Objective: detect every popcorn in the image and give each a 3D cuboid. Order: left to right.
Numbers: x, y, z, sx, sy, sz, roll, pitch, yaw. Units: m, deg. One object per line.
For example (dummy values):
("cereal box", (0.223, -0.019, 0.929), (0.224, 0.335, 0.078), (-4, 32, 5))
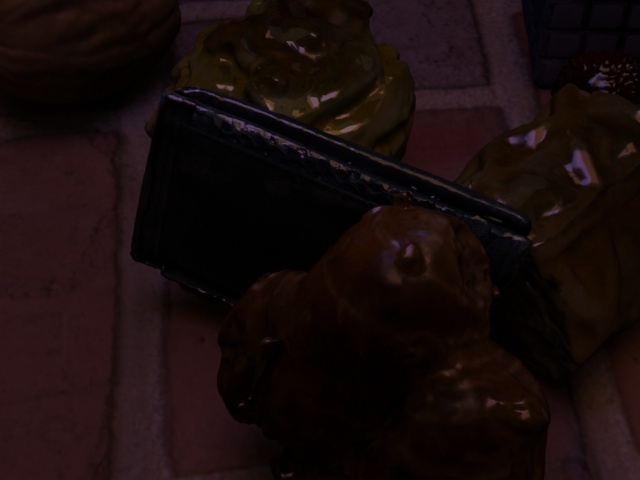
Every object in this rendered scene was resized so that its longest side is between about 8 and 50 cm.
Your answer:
("popcorn", (-0.042, -0.130, 1.190), (0.293, 0.237, 0.293), (0, 51, 0))

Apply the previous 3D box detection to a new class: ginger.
("ginger", (0.051, 0.157, 0.947), (0.274, 0.357, 0.152), (-22, 5, 19))

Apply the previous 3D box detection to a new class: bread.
("bread", (0.247, -0.016, 1.135), (0.238, 0.196, 0.252), (33, 61, 23))

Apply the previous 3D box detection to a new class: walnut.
("walnut", (-0.284, -0.270, 1.311), (0.261, 0.225, 0.225), (-33, 59, -31))

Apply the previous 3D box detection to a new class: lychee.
("lychee", (0.322, -0.161, 1.298), (0.123, 0.123, 0.129), (-10, 44, -9))

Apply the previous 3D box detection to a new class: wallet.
("wallet", (0.000, 0.000, 1.059), (0.342, 0.237, 0.075), (22, 45, 2))

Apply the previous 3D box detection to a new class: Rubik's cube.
("Rubik's cube", (0.371, -0.340, 1.363), (0.238, 0.237, 0.237), (2, 53, 1))
